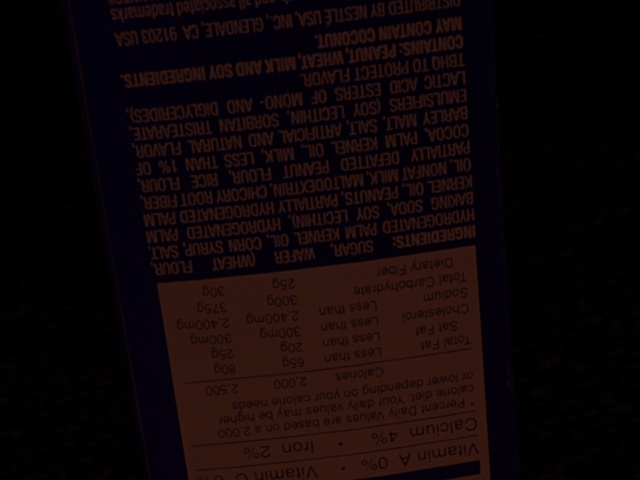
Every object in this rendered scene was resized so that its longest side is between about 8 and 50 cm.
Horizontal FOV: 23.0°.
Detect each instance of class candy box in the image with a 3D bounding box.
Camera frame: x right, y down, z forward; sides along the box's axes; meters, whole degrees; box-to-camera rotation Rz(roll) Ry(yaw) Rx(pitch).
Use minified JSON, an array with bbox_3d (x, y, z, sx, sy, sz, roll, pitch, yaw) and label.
[{"bbox_3d":[0.000,0.000,0.561,0.122,0.317,0.268,-5,25,1],"label":"candy box"}]
